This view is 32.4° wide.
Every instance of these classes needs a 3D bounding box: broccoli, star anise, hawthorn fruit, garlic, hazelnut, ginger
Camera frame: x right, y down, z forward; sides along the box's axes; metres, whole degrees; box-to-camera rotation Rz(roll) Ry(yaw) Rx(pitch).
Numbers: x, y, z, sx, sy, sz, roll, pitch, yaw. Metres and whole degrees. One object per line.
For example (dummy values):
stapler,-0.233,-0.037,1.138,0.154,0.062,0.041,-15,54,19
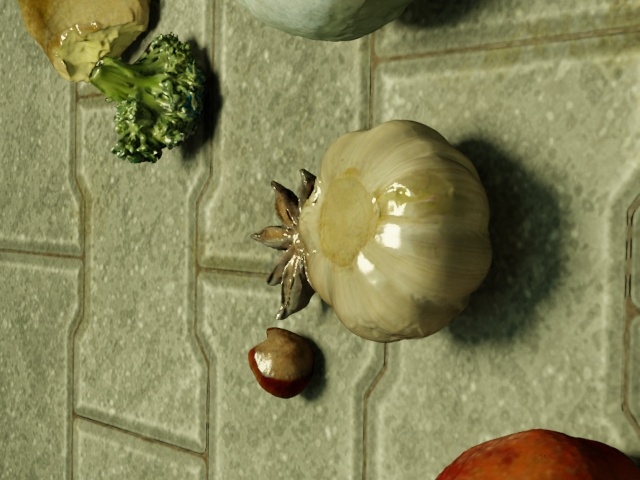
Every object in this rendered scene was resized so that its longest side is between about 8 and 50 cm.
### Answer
broccoli,-0.229,-0.191,1.432,0.167,0.160,0.154,-51,35,14
star anise,0.000,0.000,1.248,0.182,0.065,0.195,-39,58,36
hawthorn fruit,0.159,0.267,0.961,0.243,0.207,0.207,-8,84,34
garlic,0.081,-0.006,1.087,0.228,0.152,0.227,1,91,57
hazelnut,-0.047,0.144,1.295,0.086,0.086,0.086,1,91,49
ginger,-0.334,-0.361,1.579,0.221,0.130,0.275,-1,88,38

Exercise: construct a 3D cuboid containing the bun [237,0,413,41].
bun,0.026,-0.382,1.099,0.362,0.211,0.361,4,95,51
